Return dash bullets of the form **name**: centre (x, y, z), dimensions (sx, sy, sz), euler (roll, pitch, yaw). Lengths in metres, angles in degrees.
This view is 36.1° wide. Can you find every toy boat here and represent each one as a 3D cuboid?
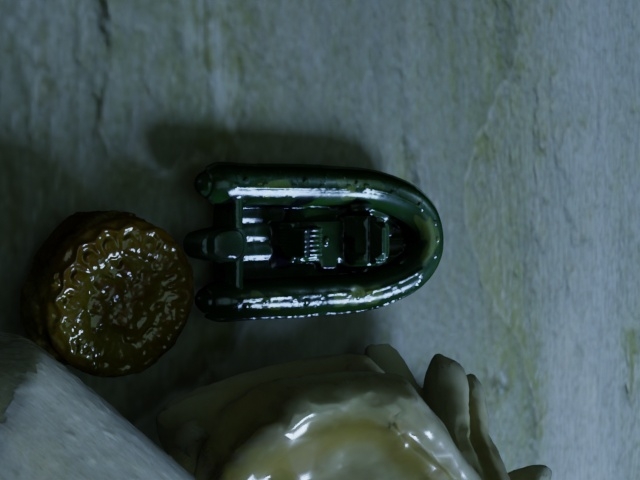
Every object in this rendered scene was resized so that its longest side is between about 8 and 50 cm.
- **toy boat**: centre (0.000, 0.000, 0.668), dimensions (0.210, 0.052, 0.104), euler (0, 89, -35)

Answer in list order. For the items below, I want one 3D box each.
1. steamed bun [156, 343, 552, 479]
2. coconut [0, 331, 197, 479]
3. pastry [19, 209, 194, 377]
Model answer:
- **steamed bun**: centre (0.068, 0.225, 0.670), dimensions (0.247, 0.189, 0.427), euler (-27, 108, -2)
- **coconut**: centre (-0.158, 0.182, 0.446), dimensions (0.237, 0.237, 0.266), euler (-51, 120, -24)
- **pastry**: centre (-0.123, 0.030, 0.575), dimensions (0.109, 0.057, 0.097), euler (-8, 98, -35)
